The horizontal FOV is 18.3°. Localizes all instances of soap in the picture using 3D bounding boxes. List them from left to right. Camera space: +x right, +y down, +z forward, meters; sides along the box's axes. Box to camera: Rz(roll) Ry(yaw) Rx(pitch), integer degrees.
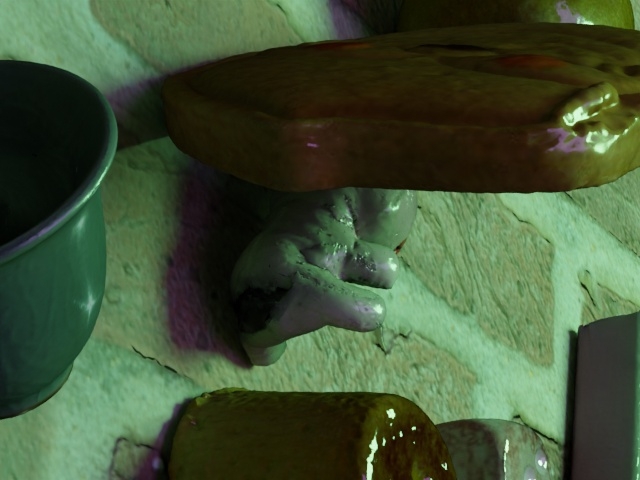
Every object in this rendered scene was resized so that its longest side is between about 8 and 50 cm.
[{"bbox_3d":[0.307,0.223,1.888,0.181,0.081,0.259,41,46,-44],"label":"soap"}]

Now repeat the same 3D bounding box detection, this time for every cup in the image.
[{"bbox_3d":[-0.189,0.018,1.069,0.199,0.199,0.150,-66,151,-47],"label":"cup"}]

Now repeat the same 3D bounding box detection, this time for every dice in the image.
[{"bbox_3d":[0.127,0.195,1.583,0.093,0.094,0.091,30,52,-53],"label":"dice"}]

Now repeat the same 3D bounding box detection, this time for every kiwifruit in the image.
[{"bbox_3d":[0.170,-0.182,1.715,0.196,0.196,0.234,68,24,-14],"label":"kiwifruit"}]

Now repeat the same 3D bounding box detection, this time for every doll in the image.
[{"bbox_3d":[0.000,0.000,1.424,0.095,0.149,0.192,48,49,-23],"label":"doll"}]

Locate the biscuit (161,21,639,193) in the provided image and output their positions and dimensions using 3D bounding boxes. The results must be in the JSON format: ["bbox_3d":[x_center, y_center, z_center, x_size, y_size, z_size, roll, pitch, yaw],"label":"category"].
[{"bbox_3d":[0.094,-0.102,1.398,0.455,0.349,0.078,-18,109,-51],"label":"biscuit"}]

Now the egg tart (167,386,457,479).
[{"bbox_3d":[0.006,0.186,1.332,0.202,0.147,0.203,35,49,-52],"label":"egg tart"}]
